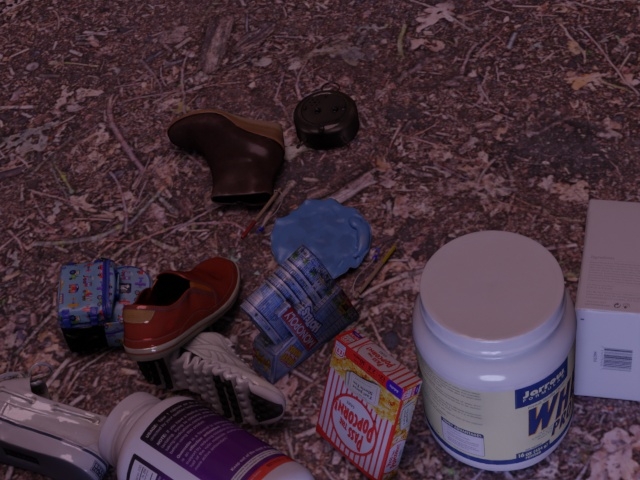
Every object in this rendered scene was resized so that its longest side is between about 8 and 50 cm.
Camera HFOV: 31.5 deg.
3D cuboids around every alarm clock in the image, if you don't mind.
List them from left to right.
[{"bbox_3d":[0.013,-0.260,2.285,0.129,0.064,0.192,-2,45,10],"label":"alarm clock"}]

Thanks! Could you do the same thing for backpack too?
[{"bbox_3d":[-0.363,0.109,1.992,0.173,0.117,0.158,-4,49,4],"label":"backpack"}]

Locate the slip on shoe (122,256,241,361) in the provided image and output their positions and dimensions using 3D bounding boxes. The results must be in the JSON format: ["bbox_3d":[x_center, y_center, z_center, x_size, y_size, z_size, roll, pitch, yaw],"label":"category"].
[{"bbox_3d":[-0.232,0.092,1.928,0.123,0.101,0.331,0,20,25],"label":"slip on shoe"}]

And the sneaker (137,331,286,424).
[{"bbox_3d":[-0.167,0.210,1.869,0.292,0.110,0.118,20,43,31],"label":"sneaker"}]

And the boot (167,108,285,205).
[{"bbox_3d":[-0.197,-0.159,2.212,0.248,0.090,0.207,2,47,8],"label":"boot"}]

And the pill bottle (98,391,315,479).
[{"bbox_3d":[-0.175,0.351,1.692,0.323,0.181,0.181,26,58,30],"label":"pill bottle"}]

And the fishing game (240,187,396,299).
[{"bbox_3d":[0.000,0.000,2.068,0.264,0.041,0.189,24,58,18],"label":"fishing game"}]

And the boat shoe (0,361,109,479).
[{"bbox_3d":[-0.488,0.273,1.857,0.367,0.136,0.156,14,53,19],"label":"boat shoe"}]

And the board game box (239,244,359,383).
[{"bbox_3d":[-0.048,0.134,1.884,0.194,0.194,0.060,-46,53,-9],"label":"board game box"}]

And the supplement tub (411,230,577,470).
[{"bbox_3d":[0.258,0.165,1.674,0.235,0.325,0.235,-6,48,6],"label":"supplement tub"}]

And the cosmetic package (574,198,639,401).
[{"bbox_3d":[0.472,0.094,1.763,0.138,0.224,0.224,4,50,15],"label":"cosmetic package"}]

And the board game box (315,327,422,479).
[{"bbox_3d":[0.071,0.253,1.723,0.045,0.193,0.147,-20,42,-40],"label":"board game box"}]
